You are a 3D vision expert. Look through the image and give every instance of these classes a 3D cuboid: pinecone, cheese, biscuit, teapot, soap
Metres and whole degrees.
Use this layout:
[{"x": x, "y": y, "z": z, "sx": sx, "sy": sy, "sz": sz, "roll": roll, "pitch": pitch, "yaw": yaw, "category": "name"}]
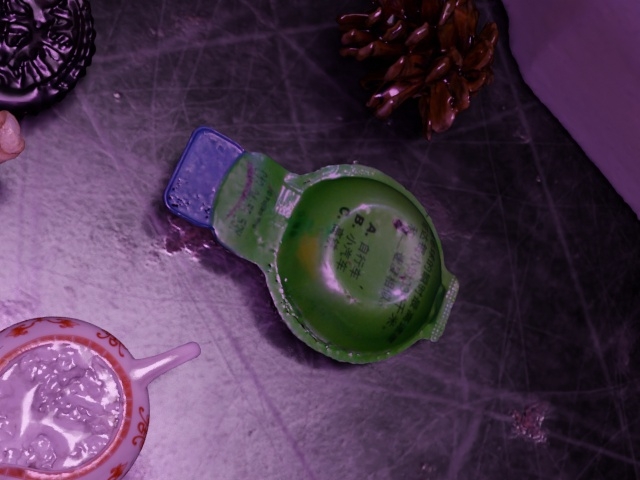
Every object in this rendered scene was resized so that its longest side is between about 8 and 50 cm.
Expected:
[{"x": 0.100, "y": -0.205, "z": 1.023, "sx": 0.150, "sy": 0.179, "sz": 0.195, "roll": -26, "pitch": 101, "yaw": -3, "category": "pinecone"}, {"x": 0.000, "y": 0.000, "z": 0.973, "sx": 0.320, "sy": 0.083, "sz": 0.204, "roll": 29, "pitch": 69, "yaw": -16, "category": "cheese"}, {"x": -0.307, "y": -0.199, "z": 0.919, "sx": 0.194, "sy": 0.053, "sz": 0.194, "roll": 7, "pitch": 73, "yaw": -22, "category": "biscuit"}, {"x": -0.215, "y": 0.139, "z": 0.833, "sx": 0.245, "sy": 0.116, "sz": 0.159, "roll": -29, "pitch": 76, "yaw": -24, "category": "teapot"}, {"x": 0.432, "y": -0.258, "z": 1.156, "sx": 0.435, "sy": 0.213, "sz": 0.350, "roll": 48, "pitch": 65, "yaw": -3, "category": "soap"}]

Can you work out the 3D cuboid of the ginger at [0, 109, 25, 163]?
[{"x": -0.384, "y": -0.141, "z": 0.833, "sx": 0.288, "sy": 0.089, "sz": 0.075, "roll": 32, "pitch": 77, "yaw": 2, "category": "ginger"}]
